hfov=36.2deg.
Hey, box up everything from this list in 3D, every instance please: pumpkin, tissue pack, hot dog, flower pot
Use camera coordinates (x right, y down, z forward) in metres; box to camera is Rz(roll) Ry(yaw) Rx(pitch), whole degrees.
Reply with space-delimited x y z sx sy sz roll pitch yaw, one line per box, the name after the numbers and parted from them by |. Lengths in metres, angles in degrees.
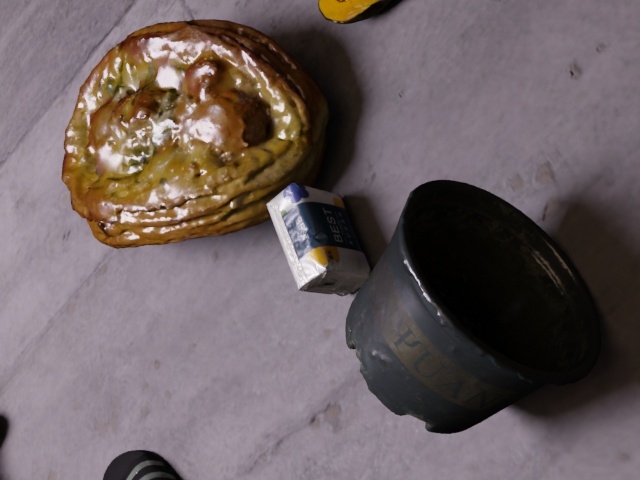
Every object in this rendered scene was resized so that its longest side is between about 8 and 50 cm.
0.040 -0.206 0.809 0.083 0.028 0.050 -22 69 26 | pumpkin
0.000 0.000 0.777 0.042 0.062 0.083 -38 58 31 | tissue pack
-0.121 -0.087 0.861 0.272 0.122 0.196 -2 79 41 | hot dog
0.090 0.053 0.642 0.107 0.157 0.157 -52 52 36 | flower pot

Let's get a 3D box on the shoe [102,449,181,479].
-0.147 0.242 0.858 0.179 0.049 0.071 30 100 40 | shoe
